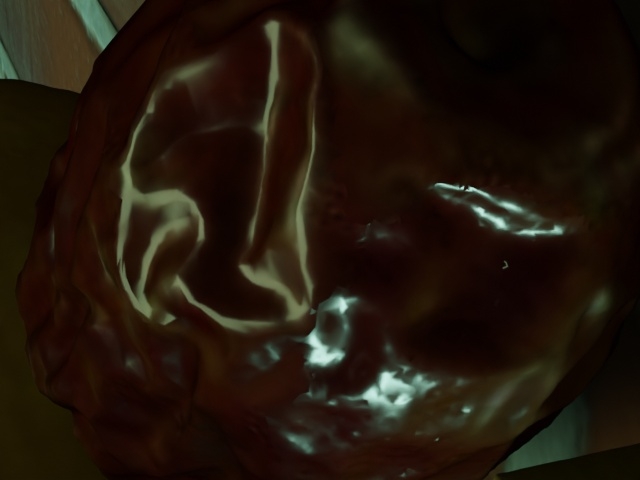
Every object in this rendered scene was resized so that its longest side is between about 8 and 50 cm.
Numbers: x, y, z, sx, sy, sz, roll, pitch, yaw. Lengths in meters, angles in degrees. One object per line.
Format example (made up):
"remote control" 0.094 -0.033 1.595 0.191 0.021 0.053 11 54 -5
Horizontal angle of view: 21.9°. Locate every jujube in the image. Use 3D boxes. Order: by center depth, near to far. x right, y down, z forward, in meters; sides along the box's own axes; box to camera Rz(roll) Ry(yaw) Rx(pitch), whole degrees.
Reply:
"jujube" 0.000 0.000 0.493 0.250 0.174 0.174 -45 55 56

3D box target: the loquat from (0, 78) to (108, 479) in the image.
"loquat" -0.142 0.091 0.724 0.328 0.328 0.328 171 90 -72

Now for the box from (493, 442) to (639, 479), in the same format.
"box" 0.093 0.193 0.451 0.152 0.070 0.237 -122 31 -51
